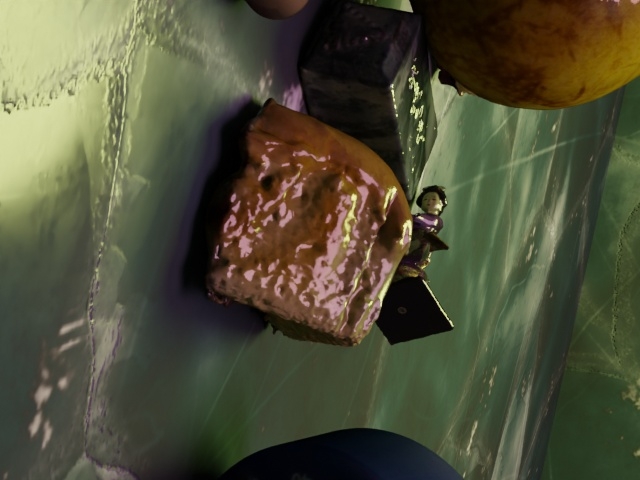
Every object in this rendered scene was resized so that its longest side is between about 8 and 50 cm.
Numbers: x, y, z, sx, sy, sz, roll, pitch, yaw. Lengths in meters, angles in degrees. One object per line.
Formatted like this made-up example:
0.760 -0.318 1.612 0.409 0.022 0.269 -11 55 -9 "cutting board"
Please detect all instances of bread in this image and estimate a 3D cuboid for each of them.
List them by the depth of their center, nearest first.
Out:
0.005 0.000 1.153 0.251 0.133 0.174 49 58 -69 "bread"

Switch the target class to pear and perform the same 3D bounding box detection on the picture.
0.209 -0.250 1.260 0.280 0.280 0.281 14 90 -72 "pear"

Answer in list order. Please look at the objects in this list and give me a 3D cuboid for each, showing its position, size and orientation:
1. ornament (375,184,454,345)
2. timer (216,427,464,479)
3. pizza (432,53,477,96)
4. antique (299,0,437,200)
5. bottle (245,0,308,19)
0.102 0.006 1.559 0.081 0.088 0.203 52 37 -38 "ornament"
-0.054 0.274 1.065 0.383 0.270 0.270 14 90 -57 "timer"
0.195 -0.298 1.553 0.409 0.114 0.278 23 76 -67 "pizza"
0.045 -0.126 1.254 0.183 0.086 0.088 75 33 -56 "antique"
-0.046 -0.200 0.986 0.140 0.053 0.053 41 64 -70 "bottle"
